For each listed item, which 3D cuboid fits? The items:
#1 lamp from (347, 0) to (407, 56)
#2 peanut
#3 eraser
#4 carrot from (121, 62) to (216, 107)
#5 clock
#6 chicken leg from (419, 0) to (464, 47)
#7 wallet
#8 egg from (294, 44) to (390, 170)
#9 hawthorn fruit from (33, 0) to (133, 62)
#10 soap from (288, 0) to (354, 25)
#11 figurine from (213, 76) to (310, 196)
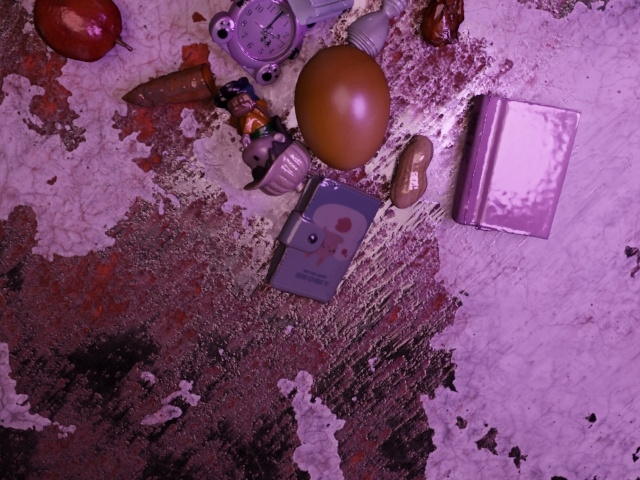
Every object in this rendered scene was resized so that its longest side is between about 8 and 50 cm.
[{"bbox_3d":[0.149,-0.577,1.586,0.106,0.106,0.193,39,92,-7],"label":"lamp"},{"bbox_3d":[0.258,-0.190,1.667,0.099,0.090,0.214,16,103,10],"label":"peanut"},{"bbox_3d":[0.532,-0.203,1.649,0.273,0.122,0.358,8,103,-3],"label":"eraser"},{"bbox_3d":[-0.419,-0.412,1.628,0.263,0.102,0.101,-11,101,6],"label":"carrot"},{"bbox_3d":[-0.143,-0.562,1.562,0.248,0.090,0.228,-44,125,11],"label":"clock"},{"bbox_3d":[0.346,-0.661,1.561,0.113,0.093,0.304,12,107,-12],"label":"chicken leg"},{"bbox_3d":[0.000,0.000,1.685,0.252,0.083,0.360,20,102,-32],"label":"wallet"},{"bbox_3d":[0.059,-0.343,1.557,0.250,0.250,0.322,-7,110,2],"label":"egg"},{"bbox_3d":[-0.608,-0.562,1.551,0.254,0.205,0.205,19,101,-11],"label":"hawthorn fruit"},{"bbox_3d":[-0.001,-0.631,1.525,0.067,0.198,0.119,-16,105,41],"label":"soap"},{"bbox_3d":[-0.147,-0.280,1.622,0.205,0.185,0.332,-14,83,-26],"label":"figurine"}]
